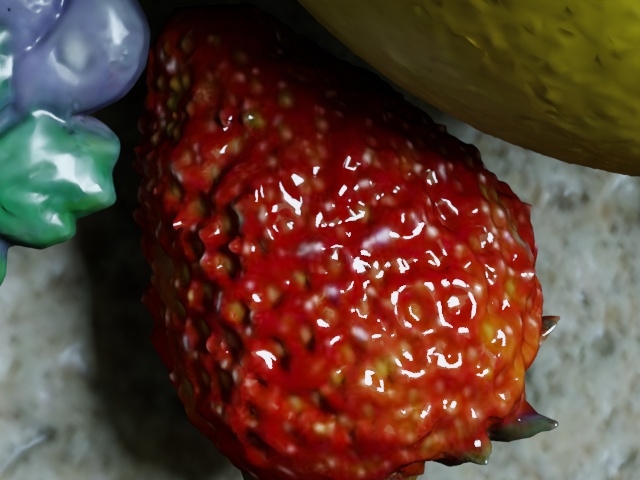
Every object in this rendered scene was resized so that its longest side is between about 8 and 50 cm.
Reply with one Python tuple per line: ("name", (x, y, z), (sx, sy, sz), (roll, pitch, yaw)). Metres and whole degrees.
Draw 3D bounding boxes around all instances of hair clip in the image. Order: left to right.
("hair clip", (-0.109, -0.074, 0.519), (0.124, 0.052, 0.195), (5, 93, -8))

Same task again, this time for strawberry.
("strawberry", (0.007, 0.000, 0.557), (0.131, 0.131, 0.148), (-11, 101, -34))

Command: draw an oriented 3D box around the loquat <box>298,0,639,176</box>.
("loquat", (0.110, -0.179, 0.516), (0.328, 0.359, 0.328), (-1, 83, 6))
